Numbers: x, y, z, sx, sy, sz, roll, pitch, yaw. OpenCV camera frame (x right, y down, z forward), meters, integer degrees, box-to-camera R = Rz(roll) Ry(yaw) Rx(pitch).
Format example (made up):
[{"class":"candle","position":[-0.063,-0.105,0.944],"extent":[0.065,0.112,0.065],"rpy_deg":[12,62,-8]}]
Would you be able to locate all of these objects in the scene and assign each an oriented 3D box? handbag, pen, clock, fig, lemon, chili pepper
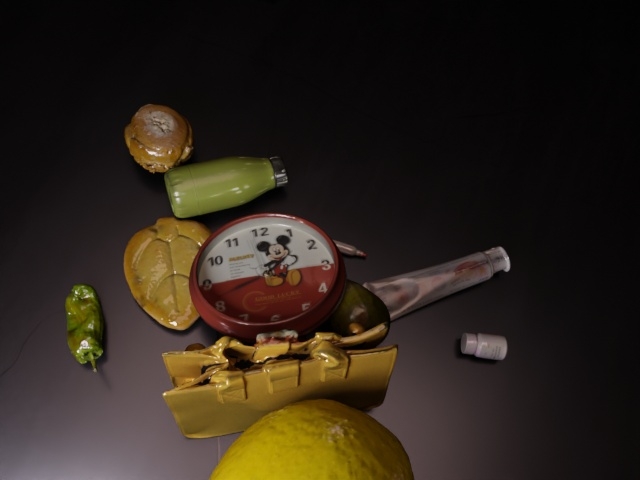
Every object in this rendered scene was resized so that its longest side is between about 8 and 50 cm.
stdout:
[{"class":"handbag","position":[-0.073,0.243,1.173],"extent":[0.401,0.283,0.133],"rpy_deg":[-7,64,-8]},{"class":"pen","position":[0.000,0.000,1.430],"extent":[0.218,0.026,0.026],"rpy_deg":[17,65,1]},{"class":"clock","position":[-0.106,0.072,1.304],"extent":[0.319,0.080,0.318],"rpy_deg":[-2,48,2]},{"class":"fig","position":[0.057,0.147,1.342],"extent":[0.133,0.185,0.126],"rpy_deg":[23,90,-38]},{"class":"lemon","position":[0.001,0.425,1.077],"extent":[0.365,0.364,0.364],"rpy_deg":[3,66,-6]},{"class":"chili pepper","position":[-0.461,0.185,1.265],"extent":[0.072,0.073,0.203],"rpy_deg":[-20,58,3]}]

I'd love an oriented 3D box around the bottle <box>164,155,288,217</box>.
[{"class":"bottle","position":[-0.201,-0.128,1.413],"extent":[0.260,0.112,0.112],"rpy_deg":[-14,69,-15]}]

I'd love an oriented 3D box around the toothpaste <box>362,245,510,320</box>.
[{"class":"toothpaste","position":[0.255,0.090,1.406],"extent":[0.323,0.066,0.100],"rpy_deg":[-18,75,-10]}]

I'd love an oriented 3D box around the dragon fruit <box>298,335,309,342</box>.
[{"class":"dragon fruit","position":[-0.081,0.188,1.315],"extent":[0.131,0.063,0.097],"rpy_deg":[42,68,11]}]

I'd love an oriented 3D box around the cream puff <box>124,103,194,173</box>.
[{"class":"cream puff","position":[-0.357,-0.219,1.432],"extent":[0.150,0.115,0.165],"rpy_deg":[6,56,-12]}]

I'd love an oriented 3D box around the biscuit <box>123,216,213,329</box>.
[{"class":"biscuit","position":[-0.306,0.063,1.352],"extent":[0.203,0.041,0.259],"rpy_deg":[-7,63,-12]}]

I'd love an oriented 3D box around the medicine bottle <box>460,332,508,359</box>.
[{"class":"medicine bottle","position":[0.345,0.222,1.362],"extent":[0.089,0.052,0.052],"rpy_deg":[8,66,-4]}]
